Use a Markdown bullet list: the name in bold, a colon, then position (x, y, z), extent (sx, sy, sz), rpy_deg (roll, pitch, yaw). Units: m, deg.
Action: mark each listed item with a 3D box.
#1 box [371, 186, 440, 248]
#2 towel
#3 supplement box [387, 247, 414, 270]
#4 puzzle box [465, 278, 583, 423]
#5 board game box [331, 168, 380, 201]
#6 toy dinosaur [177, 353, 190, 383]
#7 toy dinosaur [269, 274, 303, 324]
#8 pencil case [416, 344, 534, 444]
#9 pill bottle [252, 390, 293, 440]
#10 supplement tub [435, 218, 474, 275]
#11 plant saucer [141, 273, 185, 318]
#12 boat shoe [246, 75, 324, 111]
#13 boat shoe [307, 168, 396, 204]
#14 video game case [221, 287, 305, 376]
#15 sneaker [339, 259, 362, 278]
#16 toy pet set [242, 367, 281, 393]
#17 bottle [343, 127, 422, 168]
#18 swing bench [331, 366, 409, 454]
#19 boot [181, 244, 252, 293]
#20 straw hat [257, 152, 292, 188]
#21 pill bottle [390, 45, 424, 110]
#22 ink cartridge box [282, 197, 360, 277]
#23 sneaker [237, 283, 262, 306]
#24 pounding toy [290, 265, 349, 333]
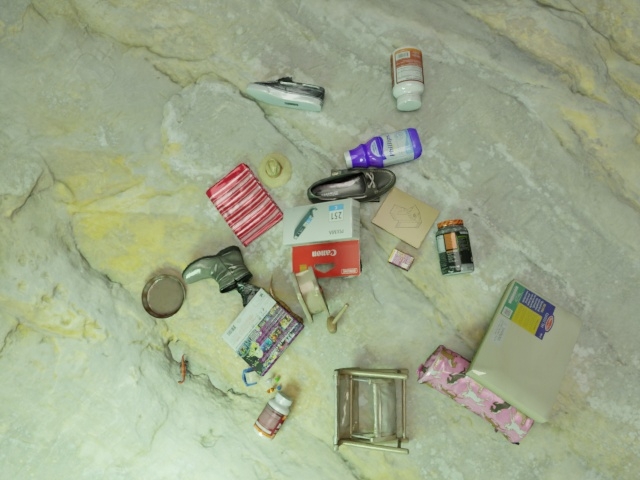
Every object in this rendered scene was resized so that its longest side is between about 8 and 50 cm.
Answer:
- **box**: position (0.315, -0.087, 1.837), extent (0.201, 0.021, 0.164), rpy_deg (31, 84, 9)
- **towel**: position (-0.289, -0.139, 1.890), extent (0.199, 0.031, 0.275), rpy_deg (-37, 80, -1)
- **supplement box**: position (0.292, 0.070, 1.801), extent (0.083, 0.043, 0.055), rpy_deg (27, 84, 9)
- **puzzle box**: position (0.682, 0.351, 1.637), extent (0.272, 0.052, 0.409), rpy_deg (33, 59, 10)
- **board game box**: position (0.131, -0.208, 1.869), extent (0.186, 0.026, 0.126), rpy_deg (0, 81, 5)
- **toy dinosaur**: position (-0.501, 0.472, 1.786), extent (0.047, 0.090, 0.082), rpy_deg (-9, 36, -7)
- **toy dinosaur**: position (-0.151, 0.242, 1.809), extent (0.112, 0.064, 0.211), rpy_deg (-42, 90, -17)
- **pencil case**: position (0.517, 0.506, 1.652), extent (0.386, 0.160, 0.167), rpy_deg (33, 101, 9)
- **pill bottle**: position (-0.163, 0.610, 1.728), extent (0.086, 0.086, 0.152), rpy_deg (32, 85, 9)
- **supplement tub**: position (0.474, 0.026, 1.757), extent (0.117, 0.117, 0.190), rpy_deg (-6, 80, 3)
- **plant saucer**: position (-0.586, 0.210, 1.857), extent (0.168, 0.029, 0.168), rpy_deg (-1, 80, 4)
- **boat shoe**: position (-0.133, -0.581, 1.912), extent (0.301, 0.108, 0.102), rpy_deg (11, 82, 4)
- **boat shoe**: position (0.115, -0.195, 1.805), extent (0.335, 0.095, 0.112), rpy_deg (-12, 80, 2)
- **video game case**: position (-0.204, 0.320, 1.742), extent (0.210, 0.042, 0.232), rpy_deg (39, 90, 20)
- **sneaker**: position (0.071, 0.003, 1.805), extent (0.110, 0.107, 0.275), rpy_deg (-14, 78, 14)
- **toy pet set**: position (-0.216, 0.490, 1.778), extent (0.114, 0.065, 0.122), rpy_deg (-8, 81, -32)
- **bottle**: position (0.230, -0.333, 1.847), extent (0.283, 0.092, 0.118), rpy_deg (-13, 75, 2)
- **swing bench**: position (0.171, 0.566, 1.674), extent (0.255, 0.165, 0.253), rpy_deg (0, 81, 10)
- **boot**: position (-0.378, 0.128, 1.795), extent (0.246, 0.083, 0.161), rpy_deg (-26, 52, -1)
- **straw hat**: position (-0.180, -0.276, 1.888), extent (0.144, 0.061, 0.144), rpy_deg (-1, 80, 4)
- **pill bottle**: position (0.329, -0.609, 1.872), extent (0.121, 0.121, 0.216), rpy_deg (-2, 81, 4)
- **ink cartridge box**: position (0.000, 0.000, 1.760), extent (0.296, 0.066, 0.261), rpy_deg (-7, 78, 33)
- **sneaker**: position (-0.274, 0.203, 1.821), extent (0.170, 0.051, 0.089), rpy_deg (17, 78, 4)
- **pounding toy**: position (0.006, 0.191, 1.739), extent (0.155, 0.269, 0.154), rpy_deg (-20, 40, 1)
